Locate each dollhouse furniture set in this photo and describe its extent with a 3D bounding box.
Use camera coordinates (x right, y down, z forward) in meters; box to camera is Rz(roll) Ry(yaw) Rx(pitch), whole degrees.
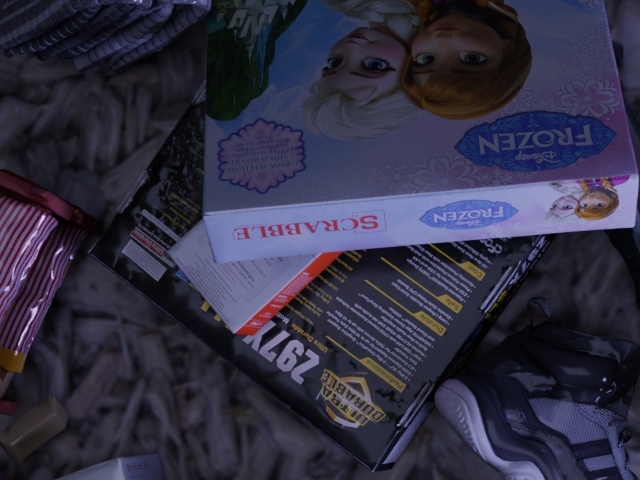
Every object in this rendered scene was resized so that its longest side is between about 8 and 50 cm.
[{"bbox_3d":[-0.282,0.191,1.385,0.114,0.091,0.081,-37,35,-13],"label":"dollhouse furniture set"},{"bbox_3d":[-0.411,-0.004,1.347,0.374,0.152,0.201,21,84,16],"label":"dollhouse furniture set"}]

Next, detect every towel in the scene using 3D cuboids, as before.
[{"bbox_3d":[-0.191,-0.277,1.260,0.121,0.283,0.235,-2,85,-28],"label":"towel"}]

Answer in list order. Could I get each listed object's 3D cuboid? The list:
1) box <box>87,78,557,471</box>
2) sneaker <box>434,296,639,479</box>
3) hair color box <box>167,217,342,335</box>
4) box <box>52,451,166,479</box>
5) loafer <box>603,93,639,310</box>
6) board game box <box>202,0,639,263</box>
[{"bbox_3d":[0.000,0.000,1.292,0.322,0.079,0.257,35,96,14],"label":"box"},{"bbox_3d":[0.233,0.165,1.208,0.268,0.101,0.153,41,87,5],"label":"sneaker"},{"bbox_3d":[-0.032,-0.011,1.235,0.167,0.053,0.093,-42,76,9],"label":"hair color box"},{"bbox_3d":[-0.189,0.241,1.309,0.102,0.101,0.087,-21,81,10],"label":"box"},{"bbox_3d":[0.280,-0.018,1.227,0.084,0.096,0.268,-22,88,-8],"label":"loafer"},{"bbox_3d":[0.069,-0.139,1.187,0.318,0.066,0.318,-6,53,4],"label":"board game box"}]
